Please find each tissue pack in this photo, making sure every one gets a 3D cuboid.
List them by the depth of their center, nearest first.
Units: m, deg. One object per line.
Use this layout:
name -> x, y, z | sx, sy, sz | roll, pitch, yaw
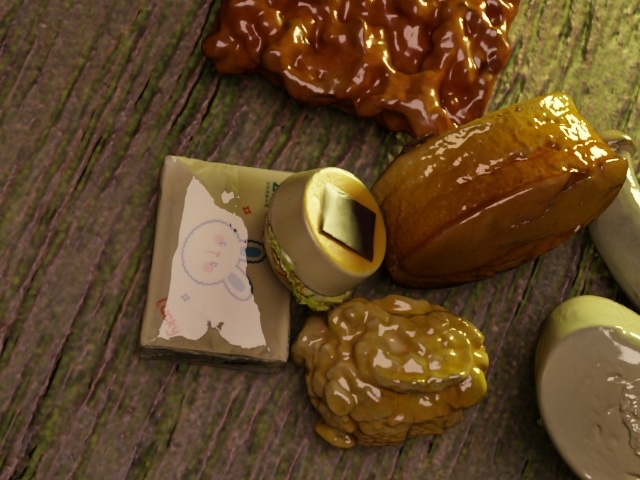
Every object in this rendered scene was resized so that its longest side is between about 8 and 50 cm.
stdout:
tissue pack -> -0.098, 0.023, 1.352 | 0.148, 0.092, 0.196 | 8, 74, -11

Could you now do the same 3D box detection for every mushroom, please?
mushroom -> 0.355, 0.006, 1.454 | 0.118, 0.103, 0.270 | -34, 80, -18

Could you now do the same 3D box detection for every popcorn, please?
popcorn -> 0.065, 0.129, 1.341 | 0.194, 0.140, 0.163 | 21, 68, -5

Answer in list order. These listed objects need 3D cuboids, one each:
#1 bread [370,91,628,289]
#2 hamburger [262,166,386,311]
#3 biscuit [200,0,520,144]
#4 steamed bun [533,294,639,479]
bread -> 0.178, -0.042, 1.378 | 0.270, 0.195, 0.142 | -24, 73, -18
hamburger -> 0.000, 0.000, 1.302 | 0.126, 0.081, 0.141 | 14, 61, -42
biscuit -> 0.058, -0.267, 1.449 | 0.312, 0.110, 0.318 | 20, 73, -6
steamed bun -> 0.317, 0.170, 1.357 | 0.250, 0.200, 0.155 | 37, 102, 0
